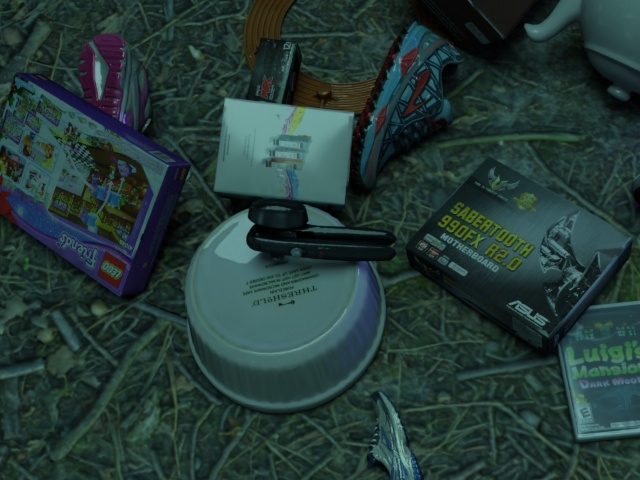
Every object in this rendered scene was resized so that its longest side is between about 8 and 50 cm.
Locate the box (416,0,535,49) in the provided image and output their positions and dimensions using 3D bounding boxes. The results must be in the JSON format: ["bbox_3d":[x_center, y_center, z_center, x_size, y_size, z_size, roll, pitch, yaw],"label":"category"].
[{"bbox_3d":[0.291,-0.487,1.420,0.191,0.143,0.381,44,78,-17],"label":"box"}]

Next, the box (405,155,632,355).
[{"bbox_3d":[0.256,0.015,1.257,0.231,0.056,0.183,35,72,29],"label":"box"}]

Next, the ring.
[{"bbox_3d":[0.043,-0.338,1.503,0.336,0.032,0.337,-3,61,5],"label":"ring"}]

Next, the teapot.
[{"bbox_3d":[0.462,-0.278,1.330,0.187,0.252,0.256,-65,31,14],"label":"teapot"}]

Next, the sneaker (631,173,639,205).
[{"bbox_3d":[0.473,-0.004,1.231,0.083,0.084,0.215,-31,63,-17],"label":"sneaker"}]

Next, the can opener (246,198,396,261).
[{"bbox_3d":[0.000,0.000,1.168,0.186,0.073,0.059,11,55,3],"label":"can opener"}]

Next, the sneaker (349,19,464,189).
[{"bbox_3d":[0.128,-0.181,1.364,0.125,0.104,0.262,24,80,-3],"label":"sneaker"}]

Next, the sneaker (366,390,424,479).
[{"bbox_3d":[0.080,0.248,1.172,0.058,0.052,0.135,-20,61,1],"label":"sneaker"}]

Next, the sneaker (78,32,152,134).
[{"bbox_3d":[-0.302,-0.168,1.418,0.102,0.111,0.252,11,87,27],"label":"sneaker"}]

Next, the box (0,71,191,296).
[{"bbox_3d":[-0.335,-0.082,1.337,0.293,0.057,0.201,32,109,21],"label":"box"}]

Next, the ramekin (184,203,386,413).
[{"bbox_3d":[-0.051,0.073,1.239,0.272,0.127,0.273,-3,61,5],"label":"ramekin"}]

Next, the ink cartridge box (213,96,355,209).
[{"bbox_3d":[-0.047,-0.113,1.303,0.176,0.128,0.128,7,88,-2],"label":"ink cartridge box"}]

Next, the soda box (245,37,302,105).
[{"bbox_3d":[-0.075,-0.210,1.416,0.060,0.053,0.169,10,76,13],"label":"soda box"}]

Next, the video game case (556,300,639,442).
[{"bbox_3d":[0.396,0.157,1.195,0.190,0.022,0.173,-6,61,4],"label":"video game case"}]
